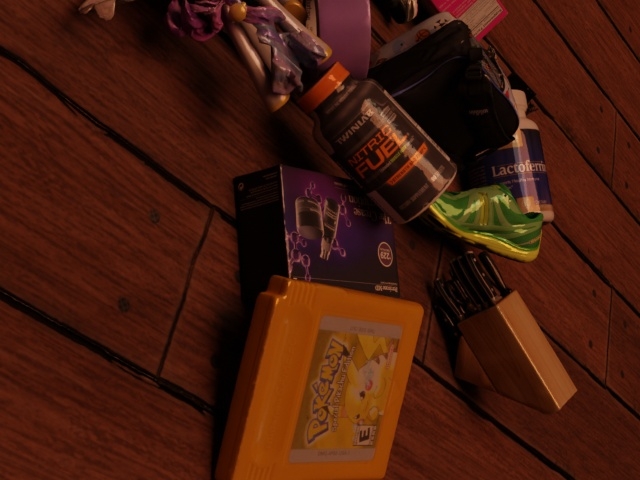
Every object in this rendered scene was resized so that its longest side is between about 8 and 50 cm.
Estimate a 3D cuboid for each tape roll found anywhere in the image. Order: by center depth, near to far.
[{"bbox_3d":[0.023,-0.337,1.499,0.080,0.189,0.189,-4,80,-9],"label":"tape roll"}]

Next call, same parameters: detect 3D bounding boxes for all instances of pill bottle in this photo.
[{"bbox_3d":[0.077,-0.151,1.430,0.245,0.130,0.130,45,46,-9],"label":"pill bottle"},{"bbox_3d":[0.362,-0.153,1.883,0.153,0.153,0.265,0,79,-50],"label":"pill bottle"}]

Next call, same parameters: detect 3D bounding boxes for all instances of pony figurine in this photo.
[{"bbox_3d":[-0.137,-0.358,1.294,0.363,0.302,0.351,52,13,-22],"label":"pony figurine"}]

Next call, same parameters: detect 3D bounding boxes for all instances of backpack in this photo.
[{"bbox_3d":[0.209,-0.241,1.666,0.263,0.276,0.213,39,38,-40],"label":"backpack"}]

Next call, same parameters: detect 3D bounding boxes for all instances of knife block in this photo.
[{"bbox_3d":[0.329,0.148,1.694,0.088,0.275,0.242,-27,129,-50],"label":"knife block"}]

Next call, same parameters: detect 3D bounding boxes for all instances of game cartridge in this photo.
[{"bbox_3d":[0.009,0.207,1.360,0.323,0.052,0.285,13,90,-49],"label":"game cartridge"}]

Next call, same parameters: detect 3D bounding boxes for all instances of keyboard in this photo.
[{"bbox_3d":[0.413,-0.295,2.091,0.100,0.038,0.192,48,43,2],"label":"keyboard"}]

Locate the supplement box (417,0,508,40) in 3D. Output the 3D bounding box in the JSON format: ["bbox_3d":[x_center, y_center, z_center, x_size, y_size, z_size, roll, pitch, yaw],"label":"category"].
[{"bbox_3d":[0.243,-0.488,1.840,0.220,0.114,0.111,46,4,-34],"label":"supplement box"}]

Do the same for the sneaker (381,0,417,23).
[{"bbox_3d":[0.106,-0.472,1.751,0.077,0.072,0.178,-38,101,-36],"label":"sneaker"}]

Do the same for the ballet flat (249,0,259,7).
[{"bbox_3d":[-0.083,-0.447,1.455,0.074,0.074,0.203,-34,125,-49],"label":"ballet flat"}]

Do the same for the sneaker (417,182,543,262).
[{"bbox_3d":[0.278,-0.055,1.733,0.295,0.109,0.124,21,89,-25],"label":"sneaker"}]

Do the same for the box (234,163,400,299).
[{"bbox_3d":[0.000,0.000,1.447,0.261,0.103,0.184,7,77,-49],"label":"box"}]
